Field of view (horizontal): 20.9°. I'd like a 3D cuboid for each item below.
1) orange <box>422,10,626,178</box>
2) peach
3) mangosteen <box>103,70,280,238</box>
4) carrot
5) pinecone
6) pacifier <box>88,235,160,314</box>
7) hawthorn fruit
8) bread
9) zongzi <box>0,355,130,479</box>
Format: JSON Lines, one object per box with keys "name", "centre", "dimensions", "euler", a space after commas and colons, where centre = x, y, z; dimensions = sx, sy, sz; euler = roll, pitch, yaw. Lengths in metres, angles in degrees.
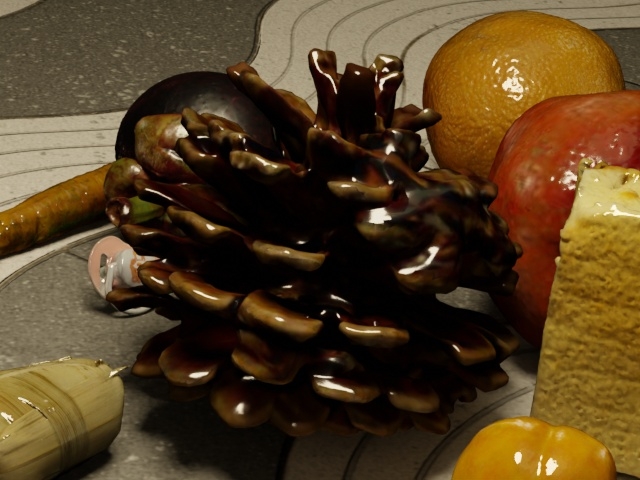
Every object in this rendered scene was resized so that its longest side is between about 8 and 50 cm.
{"name": "orange", "centre": [0.254, -0.159, 2.122], "dimensions": [0.264, 0.264, 0.264], "euler": [4, 25, -2]}
{"name": "peach", "centre": [0.180, 0.210, 1.451], "dimensions": [0.138, 0.138, 0.138], "euler": [4, 25, -2]}
{"name": "mangosteen", "centre": [-0.144, -0.071, 1.908], "dimensions": [0.211, 0.211, 0.250], "euler": [18, 38, 26]}
{"name": "carrot", "centre": [-0.285, -0.038, 1.968], "dimensions": [0.066, 0.066, 0.314], "euler": [26, 35, 37]}
{"name": "pinecone", "centre": [0.000, 0.000, 1.628], "dimensions": [0.398, 0.398, 0.398], "euler": [4, 25, -2]}
{"name": "pacifier", "centre": [-0.211, 0.041, 1.825], "dimensions": [0.099, 0.081, 0.078], "euler": [15, -19, -38]}
{"name": "hawthorn fruit", "centre": [0.283, -0.010, 1.773], "dimensions": [0.295, 0.295, 0.311], "euler": [-13, -3, -33]}
{"name": "bread", "centre": [0.293, 0.080, 1.573], "dimensions": [0.185, 0.274, 0.114], "euler": [14, 27, 16]}
{"name": "zongzi", "centre": [-0.292, 0.153, 1.533], "dimensions": [0.197, 0.099, 0.194], "euler": [16, 27, 37]}
